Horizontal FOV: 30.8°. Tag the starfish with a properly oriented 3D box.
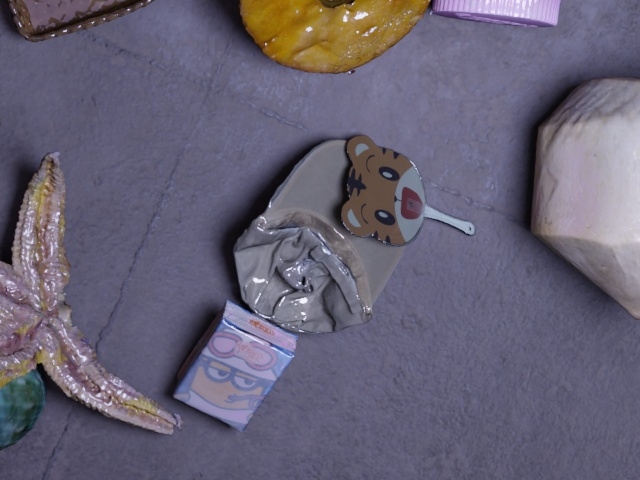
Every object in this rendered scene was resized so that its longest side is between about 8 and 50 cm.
[{"bbox_3d":[-0.371,0.092,1.491,0.384,0.132,0.398,-8,93,-51],"label":"starfish"}]

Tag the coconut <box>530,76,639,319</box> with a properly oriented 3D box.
[{"bbox_3d":[0.429,-0.055,1.545,0.329,0.329,0.328,-1,98,-8],"label":"coconut"}]

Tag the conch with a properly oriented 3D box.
[{"bbox_3d":[-0.491,0.257,1.530,0.220,0.195,0.277,30,66,-39],"label":"conch"}]

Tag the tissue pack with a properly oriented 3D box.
[{"bbox_3d":[-0.117,0.172,1.591,0.116,0.065,0.155,28,116,-12],"label":"tissue pack"}]

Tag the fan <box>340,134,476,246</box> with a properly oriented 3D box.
[{"bbox_3d":[0.125,-0.051,1.614,0.227,0.008,0.152,20,64,-27],"label":"fan"}]

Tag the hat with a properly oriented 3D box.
[{"bbox_3d":[0.000,0.000,1.607,0.214,0.149,0.244,43,53,-15],"label":"hat"}]

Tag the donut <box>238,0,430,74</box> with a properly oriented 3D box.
[{"bbox_3d":[0.010,-0.343,1.478,0.278,0.108,0.277,-18,140,-16],"label":"donut"}]

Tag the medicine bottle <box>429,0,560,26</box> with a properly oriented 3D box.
[{"bbox_3d":[0.244,-0.432,1.519,0.178,0.178,0.290,4,98,-9],"label":"medicine bottle"}]

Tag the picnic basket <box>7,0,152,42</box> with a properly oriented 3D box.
[{"bbox_3d":[-0.311,-0.331,1.516,0.193,0.055,0.110,-18,101,-6],"label":"picnic basket"}]
